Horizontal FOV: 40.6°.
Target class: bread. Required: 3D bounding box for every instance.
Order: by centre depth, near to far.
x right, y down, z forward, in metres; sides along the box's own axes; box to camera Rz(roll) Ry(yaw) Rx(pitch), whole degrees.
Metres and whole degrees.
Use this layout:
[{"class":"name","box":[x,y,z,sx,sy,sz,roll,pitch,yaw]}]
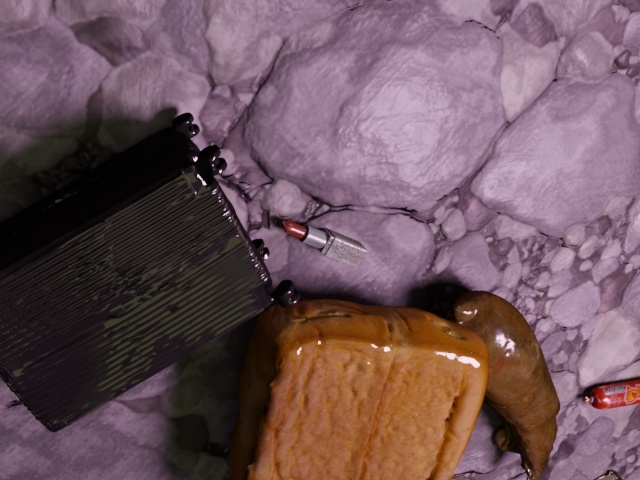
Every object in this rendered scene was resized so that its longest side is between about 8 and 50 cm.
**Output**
[{"class":"bread","box":[0.048,0.229,1.190,0.328,0.148,0.337,2,119,-15]},{"class":"bread","box":[0.332,0.335,1.450,0.088,0.034,0.049,23,99,-30]}]

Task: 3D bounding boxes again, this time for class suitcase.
[{"class":"suitcase","box":[-0.229,0.041,0.991,0.335,0.152,0.229,-31,122,-5]}]

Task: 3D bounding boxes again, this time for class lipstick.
[{"class":"lipstick","box":[0.000,-0.001,1.139,0.129,0.030,0.030,22,105,-30]}]

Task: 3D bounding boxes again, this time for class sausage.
[{"class":"sausage","box":[0.515,0.262,1.483,0.145,0.048,0.050,-5,112,-18]}]

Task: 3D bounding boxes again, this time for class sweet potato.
[{"class":"sweet potato","box":[0.290,0.218,1.318,0.130,0.130,0.422,-33,126,-4]}]

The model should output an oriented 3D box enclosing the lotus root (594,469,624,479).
[{"class":"lotus root","box":[0.515,0.512,1.594,0.143,0.070,0.144,-31,123,-5]}]
